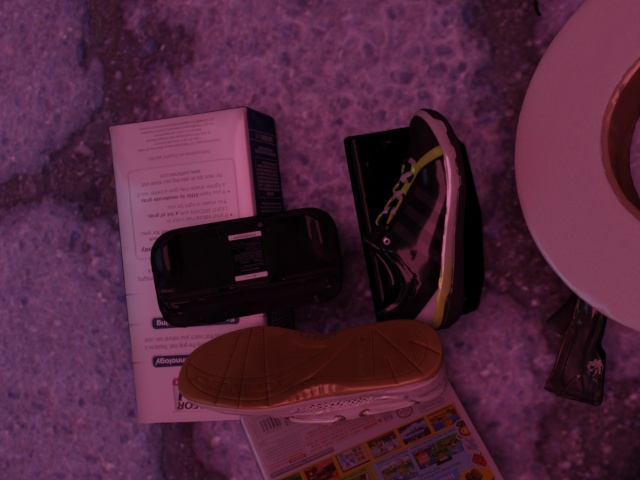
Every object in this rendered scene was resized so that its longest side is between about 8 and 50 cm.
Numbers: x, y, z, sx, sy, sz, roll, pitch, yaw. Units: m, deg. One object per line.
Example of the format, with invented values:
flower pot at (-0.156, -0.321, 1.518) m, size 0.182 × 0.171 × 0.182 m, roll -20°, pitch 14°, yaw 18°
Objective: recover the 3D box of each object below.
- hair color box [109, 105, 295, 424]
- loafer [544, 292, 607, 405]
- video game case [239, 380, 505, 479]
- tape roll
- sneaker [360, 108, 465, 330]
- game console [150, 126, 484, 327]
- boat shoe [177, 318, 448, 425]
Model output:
hair color box at (-0.132, 0.031, 0.916) m, size 0.173 × 0.105 × 0.348 m, roll -5°, pitch 90°, yaw 15°
loafer at (0.270, 0.088, 0.821) m, size 0.061 × 0.062 × 0.170 m, roll 3°, pitch 92°, yaw 22°
video game case at (0.057, 0.232, 0.810) m, size 0.226 × 0.026 × 0.206 m, roll -20°, pitch 61°, yaw -15°
tape roll at (0.367, -0.095, 0.699) m, size 0.391 × 0.072 × 0.392 m, roll -11°, pitch 73°, yaw 38°
sneaker at (0.090, -0.017, 0.785) m, size 0.097 × 0.084 × 0.235 m, roll -2°, pitch 88°, yaw -7°
game console at (0.000, 0.000, 0.836) m, size 0.361 × 0.044 × 0.213 m, roll -10°, pitch 89°, yaw -9°
boat shoe at (-0.008, 0.147, 0.789) m, size 0.276 × 0.096 × 0.098 m, roll -5°, pitch 49°, yaw 17°
